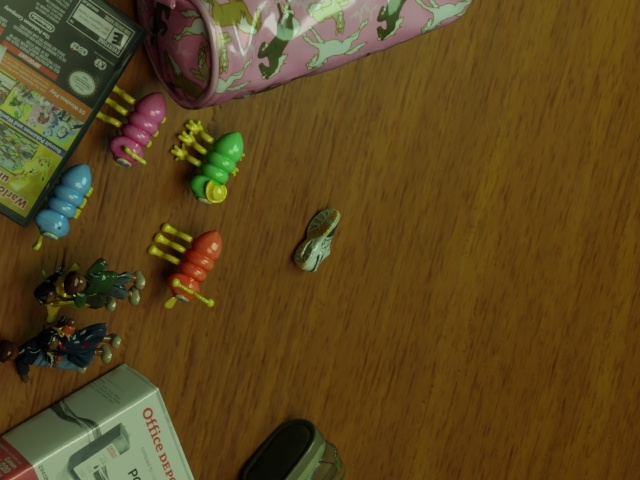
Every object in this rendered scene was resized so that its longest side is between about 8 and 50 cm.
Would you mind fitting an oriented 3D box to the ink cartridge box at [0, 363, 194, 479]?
[{"bbox_3d":[-0.267,0.266,1.987,0.218,0.092,0.158,-32,121,-24],"label":"ink cartridge box"}]

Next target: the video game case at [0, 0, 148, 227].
[{"bbox_3d":[-0.349,-0.185,1.799,0.275,0.035,0.248,34,85,-32],"label":"video game case"}]

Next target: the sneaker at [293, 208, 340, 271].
[{"bbox_3d":[0.000,0.000,2.124,0.083,0.032,0.037,-56,141,0],"label":"sneaker"}]

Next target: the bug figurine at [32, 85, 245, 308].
[{"bbox_3d":[-0.188,-0.050,1.947,0.279,0.072,0.216,27,89,-37],"label":"bug figurine"}]

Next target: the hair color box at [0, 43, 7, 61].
[{"bbox_3d":[-0.389,-0.190,1.728,0.141,0.043,0.072,25,90,-33],"label":"hair color box"}]

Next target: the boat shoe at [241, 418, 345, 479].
[{"bbox_3d":[-0.081,0.365,2.135,0.307,0.110,0.104,-46,124,-13],"label":"boat shoe"}]

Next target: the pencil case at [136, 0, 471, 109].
[{"bbox_3d":[-0.012,-0.268,1.935,0.386,0.160,0.167,-24,94,-28],"label":"pencil case"}]

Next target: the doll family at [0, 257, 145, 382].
[{"bbox_3d":[-0.278,0.089,1.911,0.111,0.076,0.193,4,118,-41],"label":"doll family"}]
